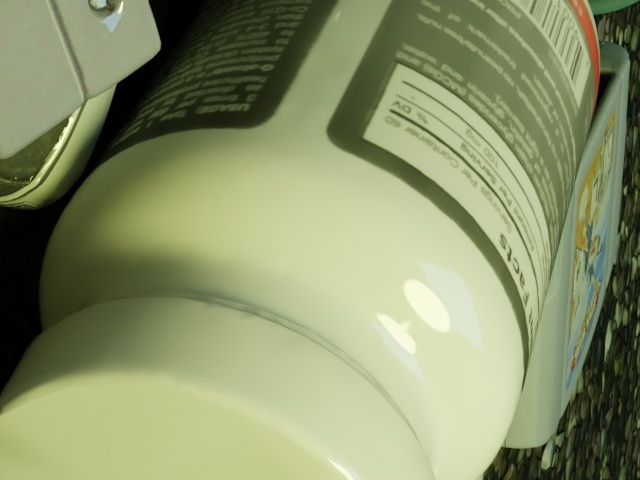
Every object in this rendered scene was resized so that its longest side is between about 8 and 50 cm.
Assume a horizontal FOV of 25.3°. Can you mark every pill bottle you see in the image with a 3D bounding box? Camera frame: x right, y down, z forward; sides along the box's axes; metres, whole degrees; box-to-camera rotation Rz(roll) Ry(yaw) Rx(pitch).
[{"bbox_3d":[0.000,0.000,0.648,0.363,0.210,0.210,-65,151,-47],"label":"pill bottle"}]

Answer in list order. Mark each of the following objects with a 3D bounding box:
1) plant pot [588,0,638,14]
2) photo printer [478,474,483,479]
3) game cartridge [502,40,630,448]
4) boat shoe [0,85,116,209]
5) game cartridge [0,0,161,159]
[{"bbox_3d":[0.188,-0.295,1.005,0.255,0.271,0.272,78,26,-70],"label":"plant pot"},{"bbox_3d":[0.033,0.133,0.932,0.256,0.107,0.308,-17,112,-65],"label":"photo printer"},{"bbox_3d":[0.166,0.003,0.999,0.297,0.062,0.198,-54,144,-54],"label":"game cartridge"},{"bbox_3d":[-0.106,-0.123,0.573,0.070,0.077,0.219,33,68,-66],"label":"boat shoe"},{"bbox_3d":[-0.176,-0.136,0.339,0.230,0.068,0.355,-44,138,-29],"label":"game cartridge"}]
